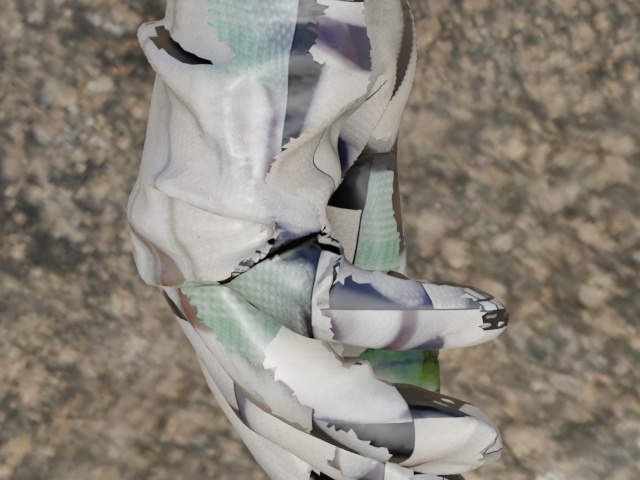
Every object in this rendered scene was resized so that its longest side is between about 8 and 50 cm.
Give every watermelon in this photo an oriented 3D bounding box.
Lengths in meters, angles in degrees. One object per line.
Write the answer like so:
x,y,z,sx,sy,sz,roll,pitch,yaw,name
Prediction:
0.018,0.083,0.872,0.105,0.062,0.105,1,93,35,watermelon

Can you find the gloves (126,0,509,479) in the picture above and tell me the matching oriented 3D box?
-0.008,0.001,0.443,0.127,0.111,0.212,-142,52,-67,gloves
